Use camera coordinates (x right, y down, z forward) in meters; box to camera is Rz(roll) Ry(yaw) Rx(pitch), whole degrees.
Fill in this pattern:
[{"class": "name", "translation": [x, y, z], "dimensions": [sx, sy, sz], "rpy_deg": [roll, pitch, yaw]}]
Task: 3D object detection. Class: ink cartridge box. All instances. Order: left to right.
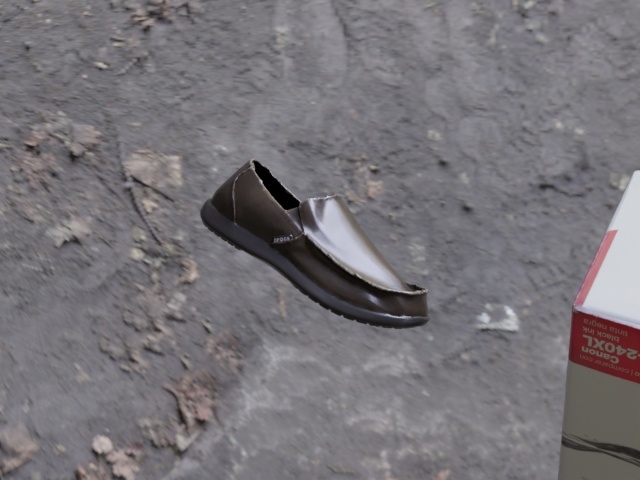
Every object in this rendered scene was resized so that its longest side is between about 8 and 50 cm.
[{"class": "ink cartridge box", "translation": [0.163, 0.060, 0.581], "dimensions": [0.109, 0.063, 0.150], "rpy_deg": [-55, 151, -42]}]

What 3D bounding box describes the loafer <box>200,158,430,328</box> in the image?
[{"class": "loafer", "translation": [0.000, 0.000, 0.972], "dimensions": [0.220, 0.080, 0.078], "rpy_deg": [30, 101, 18]}]
